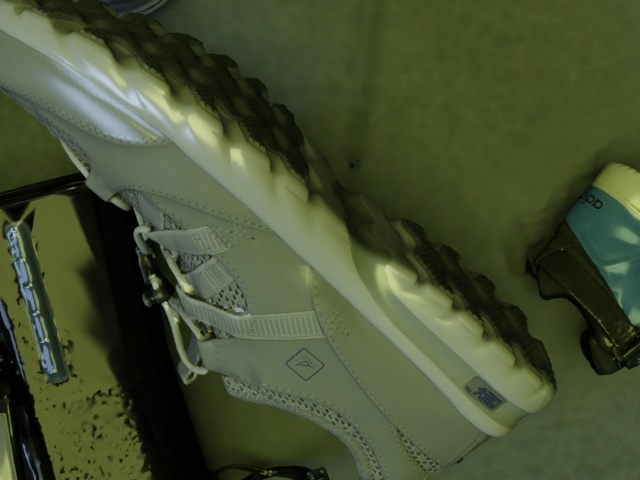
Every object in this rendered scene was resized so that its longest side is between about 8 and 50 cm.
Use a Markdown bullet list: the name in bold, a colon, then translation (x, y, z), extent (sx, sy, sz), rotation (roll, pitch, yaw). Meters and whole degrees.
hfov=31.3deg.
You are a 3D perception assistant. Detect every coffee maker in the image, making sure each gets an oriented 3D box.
- **coffee maker**: translation (-0.107, 0.057, 0.553), extent (0.171, 0.120, 0.178), rotation (-15, 96, -27)

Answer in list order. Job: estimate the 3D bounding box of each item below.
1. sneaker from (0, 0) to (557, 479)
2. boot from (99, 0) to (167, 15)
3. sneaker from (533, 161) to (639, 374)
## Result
- **sneaker**: translation (-0.038, 0.009, 0.467), extent (0.281, 0.105, 0.115), rotation (40, 105, -6)
- **boot**: translation (-0.165, -0.210, 0.514), extent (0.258, 0.123, 0.095), rotation (43, 98, 0)
- **sneaker**: translation (0.170, 0.042, 0.541), extent (0.152, 0.058, 0.085), rotation (41, 92, 4)
